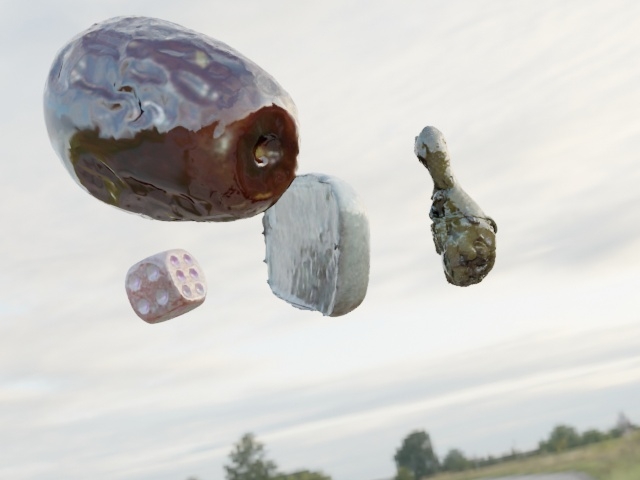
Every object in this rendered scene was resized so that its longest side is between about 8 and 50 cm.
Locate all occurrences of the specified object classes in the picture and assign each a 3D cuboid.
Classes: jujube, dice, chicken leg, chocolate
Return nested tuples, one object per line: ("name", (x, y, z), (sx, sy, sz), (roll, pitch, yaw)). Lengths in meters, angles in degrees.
("jujube", (-0.164, -0.126, 1.177), (0.318, 0.223, 0.223), (19, 10, 41))
("dice", (-0.234, 0.070, 1.648), (0.091, 0.093, 0.094), (-28, -9, 29))
("chicken leg", (0.158, -0.042, 1.283), (0.069, 0.198, 0.085), (-18, 1, -12))
("chocolate", (0.000, 0.000, 1.483), (0.100, 0.185, 0.303), (3, 4, -18))
